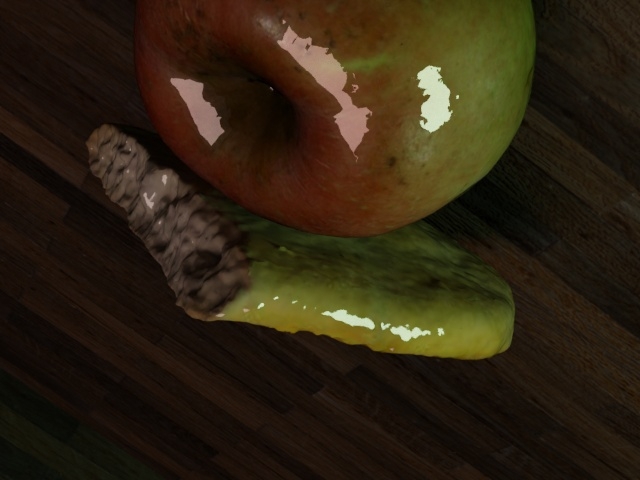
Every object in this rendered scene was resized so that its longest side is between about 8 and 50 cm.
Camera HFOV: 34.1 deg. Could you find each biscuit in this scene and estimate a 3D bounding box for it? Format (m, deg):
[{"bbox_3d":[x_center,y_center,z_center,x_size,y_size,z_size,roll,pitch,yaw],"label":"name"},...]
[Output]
[{"bbox_3d":[0.000,-0.001,1.083,0.446,0.104,0.429,14,-166,-24],"label":"biscuit"}]

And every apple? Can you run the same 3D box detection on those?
[{"bbox_3d":[0.023,-0.179,0.893,0.338,0.305,0.338,26,142,23],"label":"apple"}]
